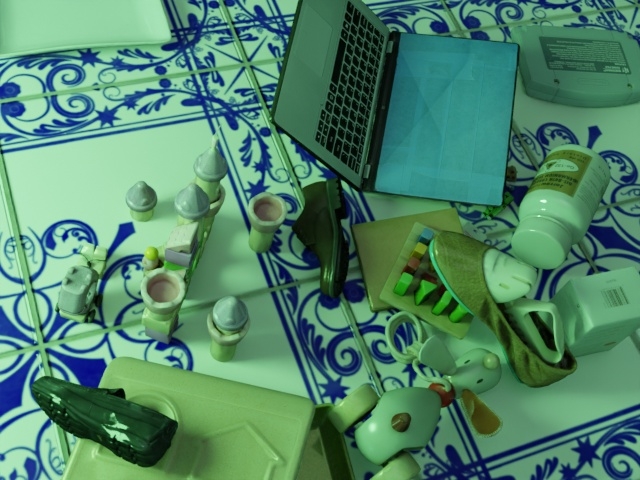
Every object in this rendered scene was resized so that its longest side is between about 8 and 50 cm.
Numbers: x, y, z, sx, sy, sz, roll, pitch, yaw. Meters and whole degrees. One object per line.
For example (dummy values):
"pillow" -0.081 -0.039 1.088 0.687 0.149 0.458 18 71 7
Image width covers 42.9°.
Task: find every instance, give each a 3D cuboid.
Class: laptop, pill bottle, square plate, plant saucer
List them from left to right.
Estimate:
"square plate" -0.502 -0.501 1.635 0.344 0.049 0.347 -9 62 -18
"plant saucer" -0.048 0.354 1.226 0.189 0.045 0.188 -8 62 -16
"laptop" 0.155 -0.299 1.511 0.408 0.236 0.381 34 57 -41
"pill bottle" 0.447 -0.062 1.530 0.131 0.131 0.229 31 58 7

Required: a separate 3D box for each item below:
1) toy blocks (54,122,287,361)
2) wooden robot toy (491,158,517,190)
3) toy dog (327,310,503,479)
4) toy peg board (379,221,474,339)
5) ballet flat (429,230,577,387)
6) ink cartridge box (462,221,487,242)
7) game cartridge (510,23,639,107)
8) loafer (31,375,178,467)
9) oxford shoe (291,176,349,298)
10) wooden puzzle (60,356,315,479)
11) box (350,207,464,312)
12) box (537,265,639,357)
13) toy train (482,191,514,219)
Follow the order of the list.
"toy blocks" -0.227 -0.005 1.275 0.309 0.260 0.288 17 58 -2
"wooden robot toy" 0.322 -0.136 1.578 0.173 0.079 0.076 -11 63 -19
"toy dog" 0.167 0.240 1.247 0.220 0.161 0.333 39 53 1
"toy peg board" 0.210 0.057 1.394 0.161 0.079 0.160 27 69 4
"ballet flat" 0.312 0.106 1.311 0.342 0.124 0.116 54 46 -19
"ink cartridge box" 0.264 0.009 1.508 0.048 0.028 0.083 42 61 11
"game cartridge" 0.576 -0.383 1.796 0.294 0.060 0.196 1 56 -11
"loafer" -0.303 0.240 1.139 0.223 0.076 0.078 20 45 19
"oxford shoe" 0.000 0.000 1.440 0.096 0.083 0.227 -9 61 9
"wooden puzzle" -0.200 0.352 1.144 0.322 0.080 0.347 11 57 10
"box" 0.168 0.032 1.454 0.201 0.021 0.164 -10 70 -9
"box" 0.464 0.130 1.396 0.130 0.170 0.091 -9 64 -17
"toy train" 0.344 -0.066 1.578 0.083 0.017 0.023 -38 84 -28
